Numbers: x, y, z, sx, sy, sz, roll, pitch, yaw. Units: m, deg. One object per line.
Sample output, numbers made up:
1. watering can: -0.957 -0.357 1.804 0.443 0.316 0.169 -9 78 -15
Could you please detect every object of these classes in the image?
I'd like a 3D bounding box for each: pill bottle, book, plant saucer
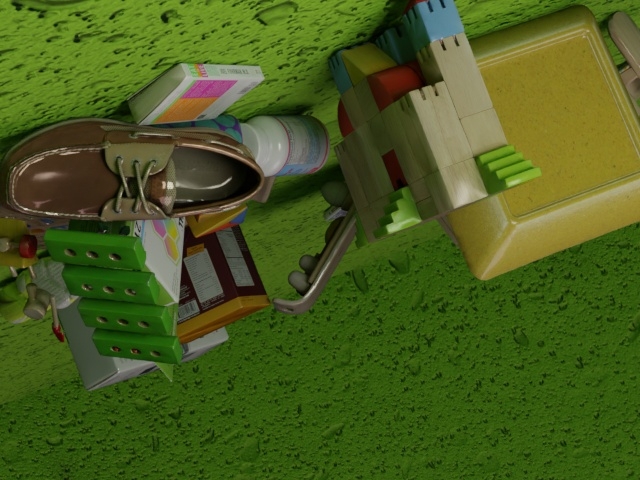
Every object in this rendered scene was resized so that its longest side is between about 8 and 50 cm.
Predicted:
1. pill bottle: -0.063 -0.134 1.589 0.087 0.087 0.160 -28 169 35
2. book: -0.145 -0.176 1.332 0.096 0.035 0.144 -32 168 33
3. plant saucer: 0.310 -0.154 1.566 0.333 0.333 0.081 -20 173 -15

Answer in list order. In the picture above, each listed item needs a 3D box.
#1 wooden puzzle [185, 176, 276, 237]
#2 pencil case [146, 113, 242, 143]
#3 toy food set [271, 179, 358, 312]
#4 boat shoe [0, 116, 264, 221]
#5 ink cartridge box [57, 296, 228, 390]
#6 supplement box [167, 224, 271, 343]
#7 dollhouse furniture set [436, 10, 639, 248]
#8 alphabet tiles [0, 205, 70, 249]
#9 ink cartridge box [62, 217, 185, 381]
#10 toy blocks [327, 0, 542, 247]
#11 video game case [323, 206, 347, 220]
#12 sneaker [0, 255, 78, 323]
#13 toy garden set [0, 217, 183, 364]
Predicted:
1. wooden puzzle: -0.230 -0.039 1.779 0.348 0.080 0.322 -20 171 -12
2. pencil case: -0.171 -0.126 1.451 0.152 0.064 0.070 -12 151 -46
3. toy food set: 0.000 0.000 2.125 0.306 0.092 0.220 -59 175 -8
4. boat shoe: -0.210 -0.079 1.302 0.324 0.123 0.116 -10 -159 -33
5. ink cartridge box: -0.348 0.146 2.177 0.121 0.211 0.289 -32 168 40
6. supplement box: -0.228 0.066 2.030 0.191 0.194 0.129 -25 170 18
7. dollhouse furniture set: 0.292 -0.209 1.820 0.362 0.256 0.394 -31 -172 48
8. alphabet tiles: -0.399 -0.019 1.529 0.198 0.009 0.237 -8 166 14
9. ink cartridge box: -0.222 0.032 1.490 0.097 0.189 0.255 -22 130 16
10. toy blocks: 0.106 -0.152 1.424 0.191 0.261 0.381 -20 178 -19
11. video game case: 0.127 -0.103 2.437 0.201 0.023 0.183 -17 170 -29
12. sneaker: -0.446 0.066 1.913 0.240 0.091 0.126 -19 -174 37
13. toy garden set: -0.282 0.054 1.340 0.204 0.049 0.244 5 143 11
